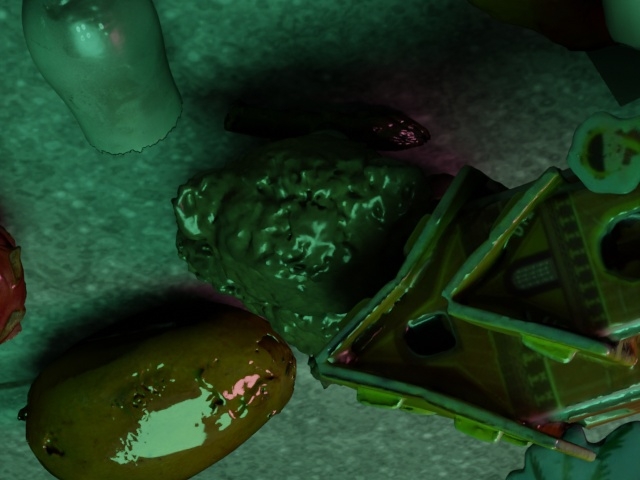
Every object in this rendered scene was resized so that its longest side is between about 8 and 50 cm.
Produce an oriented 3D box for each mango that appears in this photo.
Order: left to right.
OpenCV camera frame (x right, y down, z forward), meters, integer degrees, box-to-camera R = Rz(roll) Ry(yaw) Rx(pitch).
[{"bbox_3d":[-0.141,0.140,1.454,0.248,0.151,0.156,-21,170,7],"label":"mango"}]

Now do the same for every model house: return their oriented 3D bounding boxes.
[{"bbox_3d":[0.168,0.099,1.086,0.323,0.340,0.300,-19,166,17],"label":"model house"}]

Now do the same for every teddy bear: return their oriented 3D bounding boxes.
[{"bbox_3d":[0.000,0.000,1.253,0.267,0.156,0.256,-7,151,9],"label":"teddy bear"}]

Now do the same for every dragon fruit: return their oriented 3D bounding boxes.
[{"bbox_3d":[-0.292,0.038,1.294,0.136,0.133,0.166,15,137,-17],"label":"dragon fruit"}]

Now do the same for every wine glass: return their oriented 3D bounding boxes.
[{"bbox_3d":[-0.158,-0.150,1.125,0.093,0.093,0.202,-15,139,7],"label":"wine glass"}]

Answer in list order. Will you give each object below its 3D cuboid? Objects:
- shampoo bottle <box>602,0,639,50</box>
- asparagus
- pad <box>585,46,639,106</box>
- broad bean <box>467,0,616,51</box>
[{"bbox_3d":[0.234,-0.260,0.996,0.153,0.071,0.284,-14,114,-14],"label":"shampoo bottle"},{"bbox_3d":[0.008,-0.088,1.280,0.165,0.030,0.036,3,139,-15],"label":"asparagus"},{"bbox_3d":[0.290,-0.177,1.250,0.190,0.004,0.127,-25,138,19],"label":"pad"},{"bbox_3d":[0.176,-0.206,1.099,0.228,0.122,0.156,12,131,-28],"label":"broad bean"}]
